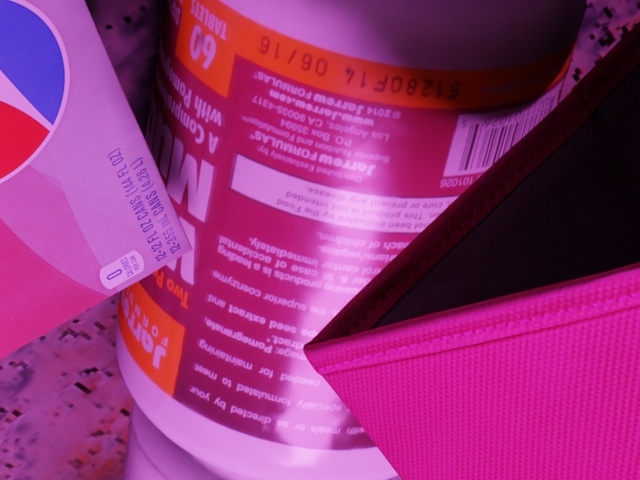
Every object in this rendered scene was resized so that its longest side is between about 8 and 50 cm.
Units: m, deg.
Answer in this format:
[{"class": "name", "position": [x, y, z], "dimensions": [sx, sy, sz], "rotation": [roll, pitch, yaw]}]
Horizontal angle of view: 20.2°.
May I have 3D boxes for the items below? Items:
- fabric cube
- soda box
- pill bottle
[{"class": "fabric cube", "position": [0.208, 0.035, 0.429], "dimensions": [0.259, 0.254, 0.258], "rotation": [-43, 102, -32]}, {"class": "soda box", "position": [-0.120, -0.086, 0.437], "dimensions": [0.083, 0.092, 0.263], "rotation": [-30, 136, -10]}, {"class": "pill bottle", "position": [0.000, 0.000, 0.570], "dimensions": [0.121, 0.121, 0.221], "rotation": [-8, 128, -30]}]
